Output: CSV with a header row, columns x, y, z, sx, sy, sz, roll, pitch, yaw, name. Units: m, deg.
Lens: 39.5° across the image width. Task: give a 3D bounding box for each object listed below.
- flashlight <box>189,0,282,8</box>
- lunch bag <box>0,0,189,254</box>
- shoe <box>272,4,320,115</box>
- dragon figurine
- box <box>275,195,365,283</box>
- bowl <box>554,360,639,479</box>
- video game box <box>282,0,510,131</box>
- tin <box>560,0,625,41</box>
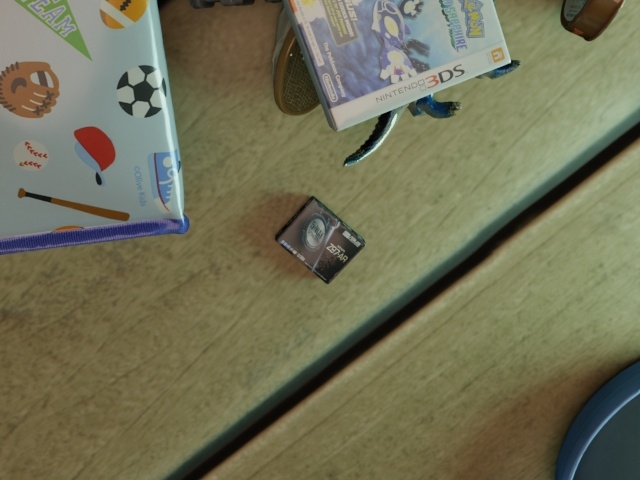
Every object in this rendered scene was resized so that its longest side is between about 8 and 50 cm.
x,y,z,sx,sy,sz,roll,pitch,yaw,name
-0.092,-0.381,0.856,0.103,0.103,0.304,8,108,36,flashlight
-0.339,-0.159,0.837,0.385,0.239,0.328,-10,110,-9,lunch bag
-0.001,-0.237,0.934,0.076,0.058,0.219,9,112,-28,shoe
0.109,-0.206,0.930,0.289,0.085,0.144,-35,105,2,dragon figurine
0.000,0.000,1.025,0.083,0.018,0.067,41,101,-15,box
0.486,0.308,1.134,0.391,0.077,0.391,-1,109,-4,bowl
0.063,-0.231,0.849,0.187,0.048,0.205,-23,106,-4,video game box
0.302,-0.298,0.906,0.040,0.106,0.190,21,105,-10,tin
